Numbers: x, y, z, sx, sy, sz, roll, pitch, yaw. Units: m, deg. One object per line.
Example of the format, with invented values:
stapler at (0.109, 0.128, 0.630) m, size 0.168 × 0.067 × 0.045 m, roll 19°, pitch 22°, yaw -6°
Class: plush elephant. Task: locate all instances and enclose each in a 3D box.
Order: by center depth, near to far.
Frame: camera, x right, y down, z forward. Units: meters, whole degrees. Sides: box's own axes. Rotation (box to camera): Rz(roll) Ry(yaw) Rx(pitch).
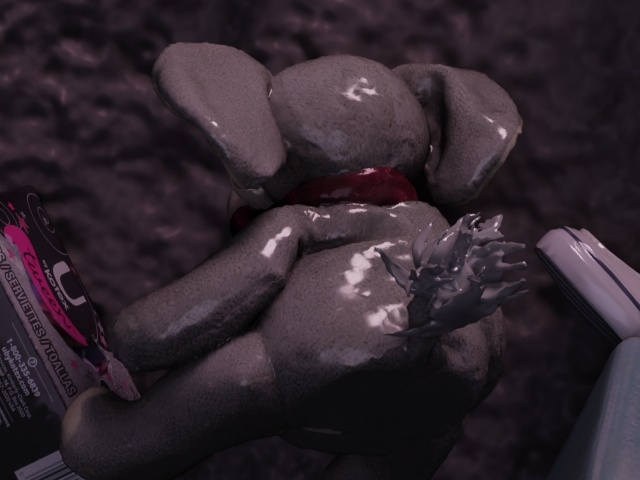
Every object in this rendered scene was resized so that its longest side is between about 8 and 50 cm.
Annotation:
plush elephant at (0.000, 0.000, 1.126) m, size 0.272 × 0.255 × 0.330 m, roll 11°, pitch 142°, yaw -28°

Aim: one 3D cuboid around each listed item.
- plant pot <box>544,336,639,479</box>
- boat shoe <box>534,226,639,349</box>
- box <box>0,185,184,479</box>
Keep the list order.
plant pot at (0.221, 0.260, 1.062) m, size 0.247 × 0.252 × 0.247 m, roll 26°, pitch 122°, yaw 6°
boat shoe at (0.240, 0.061, 1.166) m, size 0.076 × 0.083 × 0.226 m, roll -45°, pitch 96°, yaw -2°
box at (-0.226, 0.109, 1.223) m, size 0.163 × 0.142 × 0.247 m, roll -27°, pitch 92°, yaw 12°
